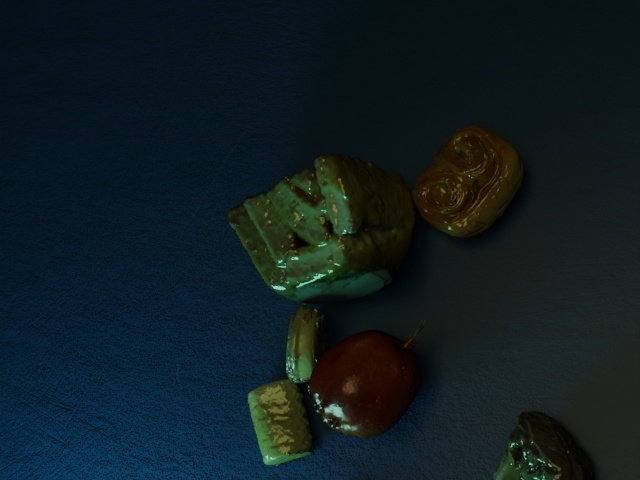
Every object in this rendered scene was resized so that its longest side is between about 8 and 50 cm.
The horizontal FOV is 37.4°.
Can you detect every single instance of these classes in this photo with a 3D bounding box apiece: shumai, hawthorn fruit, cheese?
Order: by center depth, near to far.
[{"bbox_3d":[0.412,0.442,1.796,0.175,0.166,0.206,-46,39,17],"label":"shumai"},{"bbox_3d":[0.114,0.273,1.945,0.299,0.211,0.211,-45,64,0],"label":"hawthorn fruit"},{"bbox_3d":[-0.087,0.396,2.059,0.123,0.094,0.167,-23,68,19],"label":"cheese"}]

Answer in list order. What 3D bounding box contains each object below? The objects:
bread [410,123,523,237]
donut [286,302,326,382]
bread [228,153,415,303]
[{"bbox_3d":[0.315,-0.119,1.998,0.198,0.120,0.236,40,95,28],"label":"bread"},{"bbox_3d":[-0.027,0.224,2.038,0.068,0.174,0.174,4,78,12],"label":"donut"},{"bbox_3d":[-0.005,0.007,2.031,0.395,0.239,0.263,-25,69,36],"label":"bread"}]
